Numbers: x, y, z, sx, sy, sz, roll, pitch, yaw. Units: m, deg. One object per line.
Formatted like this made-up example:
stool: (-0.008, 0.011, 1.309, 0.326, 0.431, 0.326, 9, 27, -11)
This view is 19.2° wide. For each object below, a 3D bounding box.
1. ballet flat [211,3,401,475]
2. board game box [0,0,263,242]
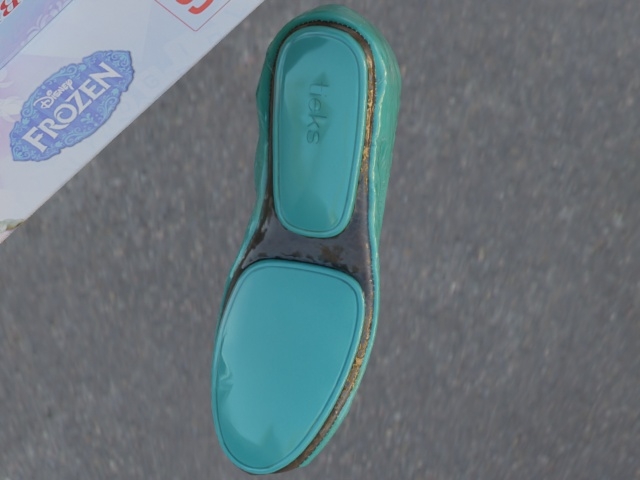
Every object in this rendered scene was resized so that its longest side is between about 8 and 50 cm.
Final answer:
ballet flat: (0.000, 0.000, 0.973, 0.083, 0.087, 0.247, 13, 106, 14)
board game box: (-0.112, -0.176, 0.904, 0.318, 0.066, 0.318, -40, 37, 19)
